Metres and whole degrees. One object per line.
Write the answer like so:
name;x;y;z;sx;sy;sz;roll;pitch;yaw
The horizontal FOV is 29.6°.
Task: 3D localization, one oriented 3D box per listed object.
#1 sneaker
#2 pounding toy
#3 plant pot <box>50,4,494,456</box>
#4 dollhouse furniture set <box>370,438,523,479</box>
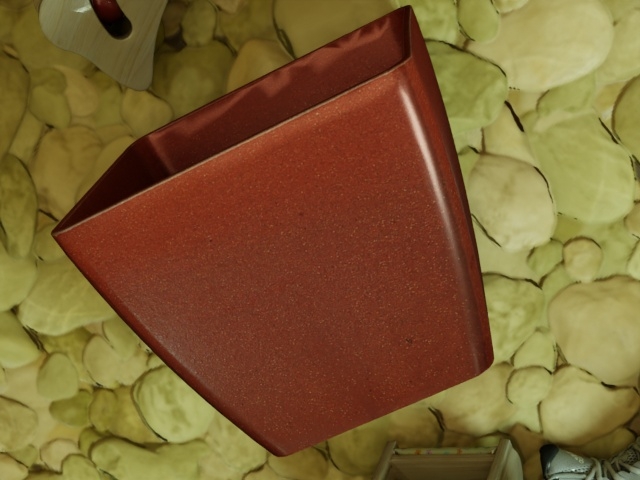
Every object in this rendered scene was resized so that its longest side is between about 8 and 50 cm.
sneaker;0.250;0.179;0.981;0.132;0.086;0.228;27;102;7
pounding toy;-0.142;-0.272;0.991;0.154;0.155;0.269;9;111;-20
plant pot;0.000;0.000;0.922;0.267;0.267;0.235;-25;105;12
dollhouse furniture set;0.148;0.249;0.995;0.182;0.101;0.161;-5;122;28
